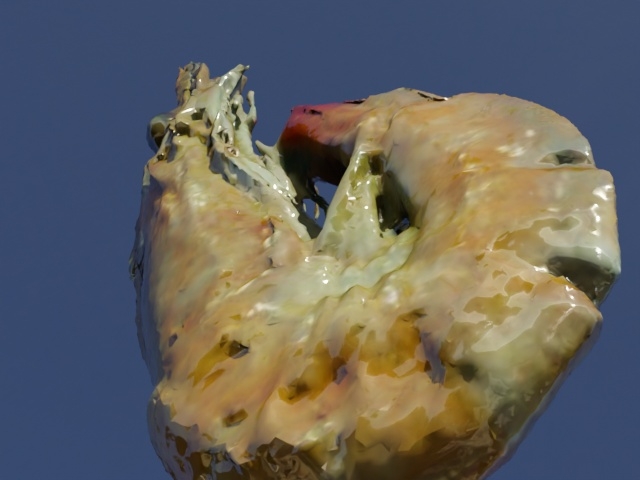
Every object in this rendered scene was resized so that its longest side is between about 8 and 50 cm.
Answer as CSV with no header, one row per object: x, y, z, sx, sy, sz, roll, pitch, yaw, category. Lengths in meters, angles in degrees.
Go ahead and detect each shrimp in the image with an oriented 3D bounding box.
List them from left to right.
0.000,0.000,0.401,0.101,0.190,0.042,-41,-60,1,shrimp
